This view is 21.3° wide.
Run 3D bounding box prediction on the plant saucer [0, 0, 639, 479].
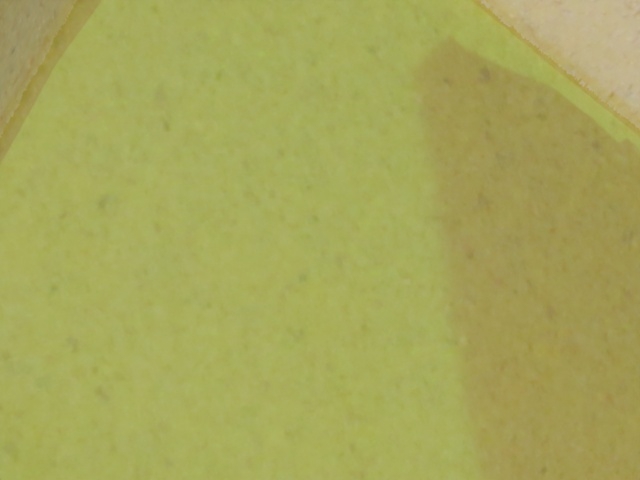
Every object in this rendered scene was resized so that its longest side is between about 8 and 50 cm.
[{"bbox_3d":[0.022,0.040,0.432,0.332,0.081,0.333,35,66,-22],"label":"plant saucer"}]
